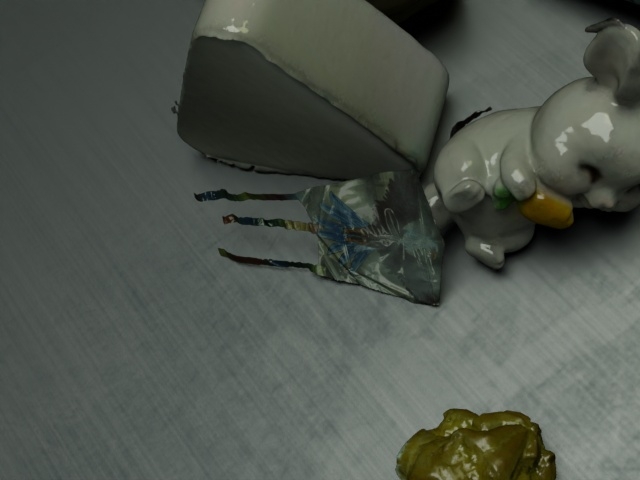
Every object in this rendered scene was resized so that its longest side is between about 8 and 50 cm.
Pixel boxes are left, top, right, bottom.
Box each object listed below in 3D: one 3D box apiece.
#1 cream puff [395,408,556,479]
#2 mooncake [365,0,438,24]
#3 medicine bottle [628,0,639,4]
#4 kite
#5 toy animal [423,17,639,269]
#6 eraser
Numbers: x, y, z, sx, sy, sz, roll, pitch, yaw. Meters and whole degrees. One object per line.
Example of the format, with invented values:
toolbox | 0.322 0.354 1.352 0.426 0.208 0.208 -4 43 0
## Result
cream puff | 0.157 0.223 1.078 0.156 0.121 0.156 -10 56 16
mooncake | 0.056 -0.402 1.332 0.161 0.290 0.290 -23 59 14
medicine bottle | 0.396 -0.314 1.234 0.352 0.110 0.110 29 77 39
kite | -0.001 0.001 1.254 0.310 0.169 0.015 0 31 32
toy animal | 0.254 -0.099 1.143 0.325 0.208 0.154 -51 29 39
eraser | -0.004 -0.182 1.287 0.331 0.331 0.150 10 67 24
